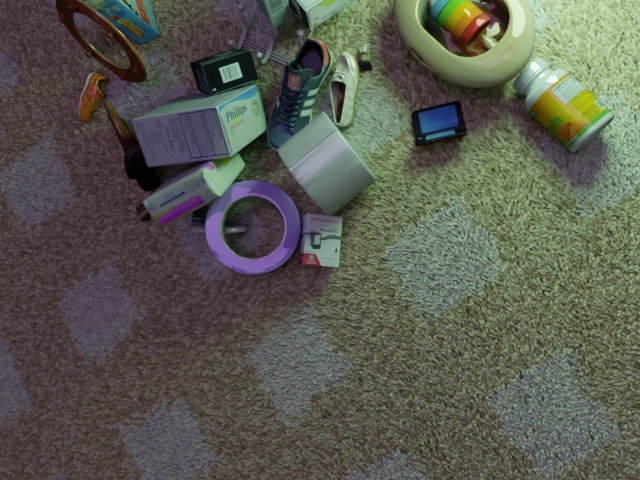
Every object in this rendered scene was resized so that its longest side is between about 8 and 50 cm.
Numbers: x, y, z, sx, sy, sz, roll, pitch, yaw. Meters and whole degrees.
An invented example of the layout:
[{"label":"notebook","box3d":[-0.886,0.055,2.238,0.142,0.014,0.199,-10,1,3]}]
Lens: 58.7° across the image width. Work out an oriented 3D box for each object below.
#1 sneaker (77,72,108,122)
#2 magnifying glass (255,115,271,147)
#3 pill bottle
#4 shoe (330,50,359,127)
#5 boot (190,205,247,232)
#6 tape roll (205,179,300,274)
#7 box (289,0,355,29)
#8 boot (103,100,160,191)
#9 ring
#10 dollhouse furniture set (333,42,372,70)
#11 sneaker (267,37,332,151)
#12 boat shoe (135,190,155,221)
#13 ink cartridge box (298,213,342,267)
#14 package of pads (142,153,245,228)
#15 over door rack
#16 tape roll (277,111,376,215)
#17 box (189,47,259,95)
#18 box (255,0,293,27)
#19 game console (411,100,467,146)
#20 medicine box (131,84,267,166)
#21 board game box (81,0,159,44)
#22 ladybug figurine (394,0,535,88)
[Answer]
[{"label":"sneaker","box3d":[-0.775,-0.485,1.937,0.067,0.064,0.175,19,93,6]},{"label":"magnifying glass","box3d":[-0.123,-0.300,1.756,0.231,0.026,0.092,41,96,14]},{"label":"pill bottle","box3d":[0.628,-0.360,1.494,0.136,0.136,0.246,-42,76,8]},{"label":"shoe","box3d":[0.068,-0.442,1.666,0.076,0.058,0.219,9,104,39]},{"label":"boot","box3d":[-0.317,-0.066,1.763,0.190,0.069,0.086,2,91,16]},{"label":"tape roll","box3d":[-0.196,-0.035,1.676,0.275,0.090,0.275,0,85,-3]},{"label":"box","box3d":[-0.045,-0.780,1.673,0.169,0.087,0.290,-33,71,-3]},{"label":"boot","box3d":[-0.597,-0.320,1.777,0.096,0.264,0.280,-27,79,-5]},{"label":"ring","box3d":[-0.693,-0.618,1.789,0.336,0.336,0.032,30,72,16]},{"label":"dollhouse furniture set","box3d":[0.092,-0.562,1.699,0.114,0.091,0.081,-3,69,18]},{"label":"sneaker","box3d":[-0.075,-0.435,1.679,0.131,0.148,0.350,20,88,11]},{"label":"boat shoe","box3d":[-0.526,-0.136,1.832,0.178,0.064,0.060,-38,78,12]},{"label":"ink cartridge box","box3d":[0.000,0.000,1.654,0.109,0.063,0.150,5,86,-12]},{"label":"package of pads","box3d":[-0.365,-0.163,1.667,0.229,0.296,0.101,-25,109,19]},{"label":"over door rack","box3d":[-0.120,-0.700,1.750,0.239,0.108,0.324,29,93,15]},{"label":"tape roll","box3d":[0.019,-0.213,1.595,0.169,0.246,0.246,-38,76,10]},{"label":"box","box3d":[-0.290,-0.508,1.705,0.156,0.158,0.093,-24,116,-17]},{"label":"box","box3d":[-0.149,-0.714,1.646,0.072,0.126,0.137,-30,71,-2]},{"label":"game console","box3d":[0.332,-0.329,1.604,0.144,0.124,0.085,-11,108,15]},{"label":"medicine box","box3d":[-0.345,-0.339,1.669,0.289,0.263,0.149,-2,116,21]},{"label":"board game box","box3d":[-0.668,-0.833,1.813,0.086,0.302,0.308,-22,79,13]},{"label":"ladybug figurine","box3d":[0.389,-0.592,1.560,0.305,0.162,0.449,-41,72,14]}]
